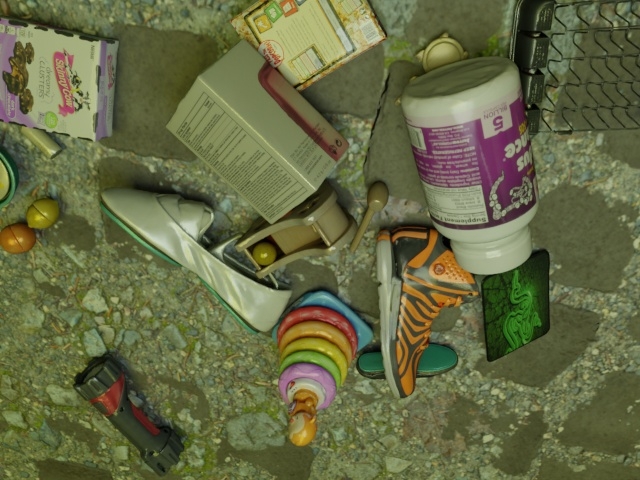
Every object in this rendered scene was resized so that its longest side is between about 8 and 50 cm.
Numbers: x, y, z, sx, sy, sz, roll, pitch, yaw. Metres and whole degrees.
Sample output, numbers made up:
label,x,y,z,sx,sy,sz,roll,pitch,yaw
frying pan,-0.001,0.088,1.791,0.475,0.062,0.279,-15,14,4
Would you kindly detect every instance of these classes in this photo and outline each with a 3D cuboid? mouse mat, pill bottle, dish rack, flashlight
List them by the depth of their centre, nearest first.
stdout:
label,x,y,z,sx,sy,sz,roll,pitch,yaw
dish rack,0.418,-0.255,0.791,0.271,0.074,0.208,-2,119,4
pill bottle,0.236,-0.104,0.826,0.169,0.169,0.302,-13,119,15
mouse mat,0.358,0.122,0.993,0.152,0.007,0.190,-22,119,-17
flashlight,-0.429,0.398,1.254,0.103,0.103,0.304,-39,115,-11

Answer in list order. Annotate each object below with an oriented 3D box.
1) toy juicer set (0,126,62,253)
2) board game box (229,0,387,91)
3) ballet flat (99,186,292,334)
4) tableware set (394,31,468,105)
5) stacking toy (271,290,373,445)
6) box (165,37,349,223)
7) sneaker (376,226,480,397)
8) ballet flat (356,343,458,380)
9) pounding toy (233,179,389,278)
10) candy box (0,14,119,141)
label,x,y,z,sx,sy,sz,roll,pitch,yaw
toy juicer set,-0.584,-0.108,1.002,0.209,0.089,0.329,27,115,-2
board game box,-0.017,-0.325,0.833,0.193,0.045,0.147,-25,112,20
ballet flat,-0.208,0.011,1.008,0.139,0.139,0.400,-38,111,24
tableware set,0.208,-0.232,0.864,0.168,0.020,0.141,31,121,-10
stacking toy,-0.018,0.247,0.991,0.165,0.302,0.175,40,117,-13
box,-0.097,-0.164,0.854,0.232,0.127,0.148,44,143,-12
sneaker,0.196,0.134,0.979,0.179,0.124,0.321,-3,105,8
ballet flat,0.174,0.250,1.104,0.203,0.074,0.074,-5,117,4
pounding toy,0.000,0.000,0.941,0.269,0.154,0.155,-28,110,21
candy box,-0.445,-0.267,0.900,0.196,0.070,0.165,12,110,1
